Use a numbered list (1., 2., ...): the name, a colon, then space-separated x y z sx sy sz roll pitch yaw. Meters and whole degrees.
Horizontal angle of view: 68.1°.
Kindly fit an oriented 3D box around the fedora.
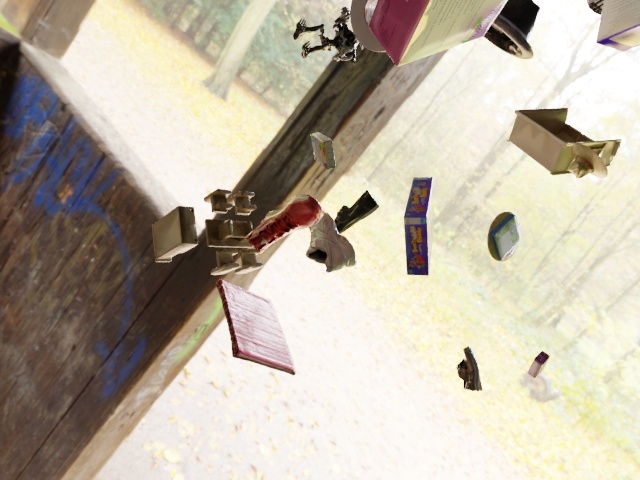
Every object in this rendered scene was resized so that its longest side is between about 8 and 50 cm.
1. fedora: 0.676 -0.797 1.694 0.334 0.153 0.334 34 19 -14

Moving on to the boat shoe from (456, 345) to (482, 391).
1. boat shoe: 0.461 0.408 1.478 0.066 0.066 0.183 -82 155 -62

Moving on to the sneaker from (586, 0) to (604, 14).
1. sneaker: 0.864 -0.811 1.492 0.234 0.106 0.078 23 -18 -28

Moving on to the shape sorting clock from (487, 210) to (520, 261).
1. shape sorting clock: 0.744 -0.016 1.921 0.206 0.206 0.040 30 -6 -36

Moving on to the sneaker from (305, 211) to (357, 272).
1. sneaker: 0.000 0.000 1.307 0.232 0.115 0.090 50 -24 43

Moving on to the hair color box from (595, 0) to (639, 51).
1. hair color box: 0.844 -0.685 1.204 0.110 0.339 0.185 9 3 -14

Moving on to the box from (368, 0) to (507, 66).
1. box: 0.245 -0.479 0.901 0.117 0.242 0.213 60 -21 14

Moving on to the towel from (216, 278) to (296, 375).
1. towel: -0.173 0.224 1.244 0.198 0.031 0.275 29 21 -37

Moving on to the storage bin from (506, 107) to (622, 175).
1. storage bin: 0.846 -0.353 1.654 0.260 0.123 0.262 -8 40 -17

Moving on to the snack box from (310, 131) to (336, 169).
1. snack box: 0.009 -0.320 1.684 0.141 0.037 0.100 -128 -154 -59

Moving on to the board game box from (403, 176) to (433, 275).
1. board game box: 0.368 -0.062 1.739 0.078 0.234 0.347 1 29 17

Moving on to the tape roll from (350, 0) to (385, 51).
1. tape roll: 0.196 -0.675 1.398 0.219 0.219 0.072 44 39 18

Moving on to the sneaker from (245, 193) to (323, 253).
1. sneaker: -0.090 -0.023 1.095 0.087 0.221 0.128 48 55 -12

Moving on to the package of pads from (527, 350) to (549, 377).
1. package of pads: 0.666 0.380 1.447 0.032 0.050 0.083 37 -32 34

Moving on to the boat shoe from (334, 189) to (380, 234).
1. boat shoe: 0.086 -0.082 1.609 0.079 0.233 0.084 54 4 -14

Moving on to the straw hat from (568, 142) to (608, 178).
1. straw hat: 0.789 -0.221 1.432 0.144 0.061 0.144 50 6 -7

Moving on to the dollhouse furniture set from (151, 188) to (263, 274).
1. dollhouse furniture set: -0.300 -0.013 1.269 0.242 0.161 0.212 3 73 -43

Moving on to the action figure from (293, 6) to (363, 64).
1. action figure: 0.056 -0.669 1.571 0.275 0.164 0.141 -18 10 -31
